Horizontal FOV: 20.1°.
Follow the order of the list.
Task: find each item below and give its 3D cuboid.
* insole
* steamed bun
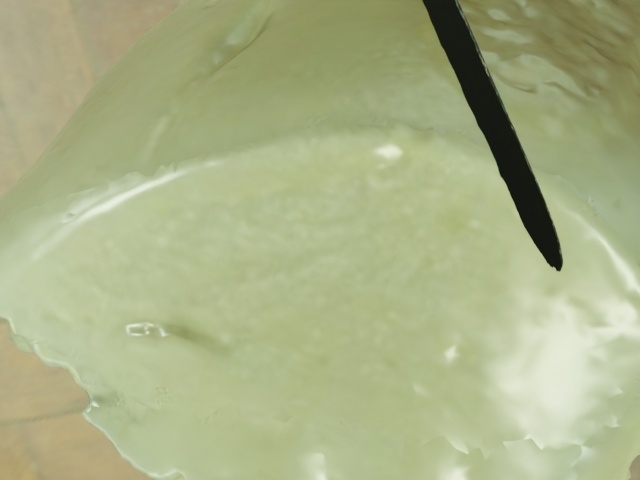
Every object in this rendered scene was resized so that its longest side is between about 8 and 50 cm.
[{"bbox_3d":[0.021,-0.097,0.514,0.003,0.080,0.232,-24,82,-2],"label":"insole"},{"bbox_3d":[0.000,0.000,0.704,0.272,0.290,0.273,21,113,-8],"label":"steamed bun"}]
